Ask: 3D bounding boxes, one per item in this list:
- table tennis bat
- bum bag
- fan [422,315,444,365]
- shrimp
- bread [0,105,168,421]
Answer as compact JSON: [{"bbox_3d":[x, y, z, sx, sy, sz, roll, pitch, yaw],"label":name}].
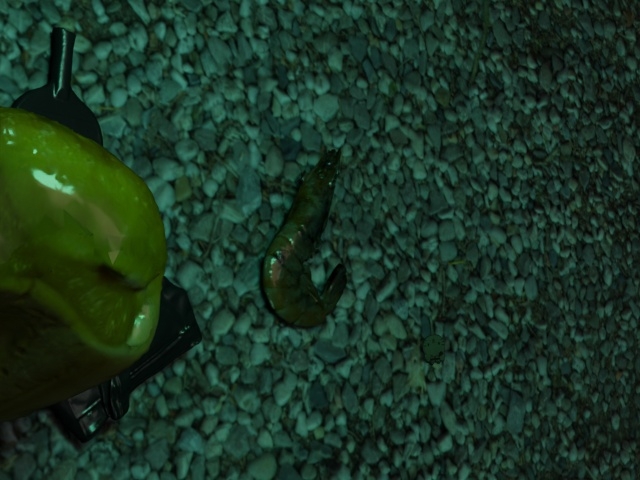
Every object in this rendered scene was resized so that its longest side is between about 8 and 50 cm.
[{"bbox_3d":[-0.349,-0.167,1.681,0.150,0.027,0.237,12,75,-42],"label":"table tennis bat"},{"bbox_3d":[-0.262,0.151,1.681,0.248,0.060,0.123,-42,110,-39],"label":"bum bag"},{"bbox_3d":[0.192,0.170,2.163,0.056,0.004,0.083,-4,85,-44],"label":"fan"},{"bbox_3d":[0.000,0.000,1.978,0.169,0.058,0.296,46,57,-37],"label":"shrimp"},{"bbox_3d":[-0.362,0.016,1.400,0.361,0.394,0.250,28,48,-34],"label":"bread"}]
